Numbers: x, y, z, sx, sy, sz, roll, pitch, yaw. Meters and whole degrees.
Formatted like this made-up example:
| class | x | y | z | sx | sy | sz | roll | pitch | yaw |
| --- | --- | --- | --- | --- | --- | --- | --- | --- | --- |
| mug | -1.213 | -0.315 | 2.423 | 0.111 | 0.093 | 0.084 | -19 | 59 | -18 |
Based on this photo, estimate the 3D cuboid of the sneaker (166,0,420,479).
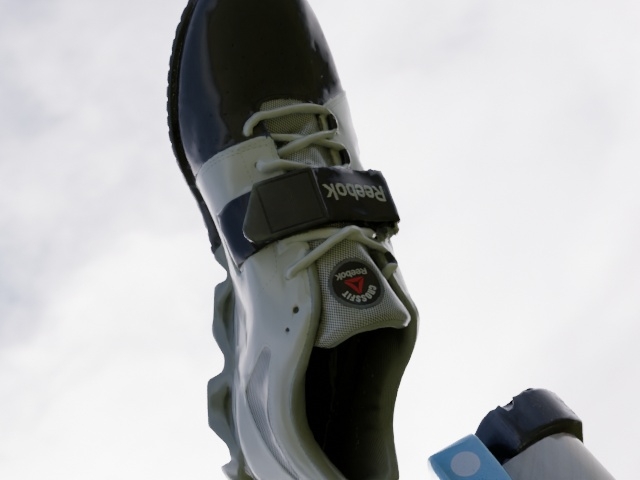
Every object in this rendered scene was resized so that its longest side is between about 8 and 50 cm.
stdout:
| class | x | y | z | sx | sy | sz | roll | pitch | yaw |
| --- | --- | --- | --- | --- | --- | --- | --- | --- | --- |
| sneaker | 0.000 | 0.000 | 0.824 | 0.122 | 0.146 | 0.330 | -13 | -80 | -30 |

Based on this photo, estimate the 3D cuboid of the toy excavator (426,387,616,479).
| class | x | y | z | sx | sy | sz | roll | pitch | yaw |
| --- | --- | --- | --- | --- | --- | --- | --- | --- | --- |
| toy excavator | 0.093 | 0.318 | 1.241 | 0.445 | 0.222 | 0.433 | -30 | -42 | -12 |
